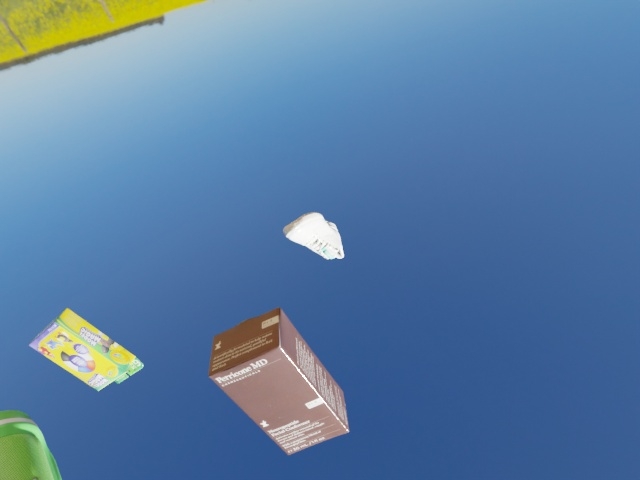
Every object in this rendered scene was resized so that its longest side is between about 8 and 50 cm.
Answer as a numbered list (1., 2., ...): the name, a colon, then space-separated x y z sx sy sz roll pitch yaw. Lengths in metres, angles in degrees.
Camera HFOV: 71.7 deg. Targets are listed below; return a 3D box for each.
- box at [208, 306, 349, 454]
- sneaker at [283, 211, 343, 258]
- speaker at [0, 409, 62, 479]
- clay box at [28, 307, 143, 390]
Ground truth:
1. box: -0.091 0.364 1.116 0.191 0.381 0.143 -26 -149 10
2. sneaker: 0.000 0.000 0.985 0.080 0.212 0.094 -35 -110 21
3. speaker: -0.450 0.403 0.651 0.131 0.131 0.296 -33 -125 -22
4. clay box: -0.537 0.265 1.026 0.127 0.222 0.053 -34 -158 27
